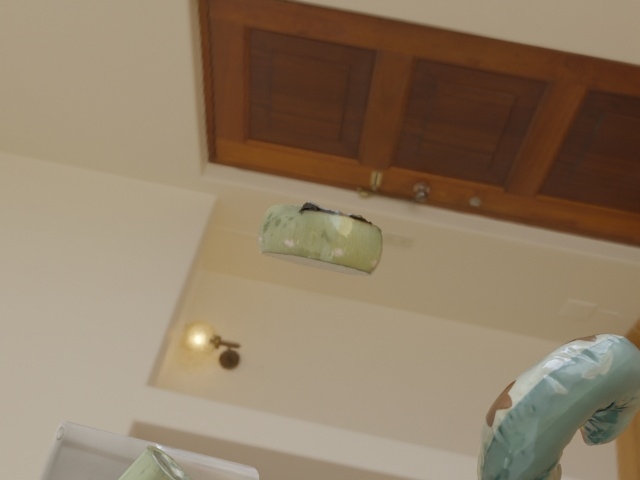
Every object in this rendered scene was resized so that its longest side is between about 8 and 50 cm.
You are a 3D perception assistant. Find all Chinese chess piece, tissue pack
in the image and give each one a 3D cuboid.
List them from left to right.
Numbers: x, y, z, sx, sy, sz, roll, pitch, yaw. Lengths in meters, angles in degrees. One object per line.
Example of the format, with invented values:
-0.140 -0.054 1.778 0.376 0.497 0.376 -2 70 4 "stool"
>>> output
-0.214 0.306 0.808 0.246 0.136 0.159 -6 62 47 "tissue pack"
0.000 0.000 0.472 0.084 0.084 0.034 80 -159 -82 "Chinese chess piece"

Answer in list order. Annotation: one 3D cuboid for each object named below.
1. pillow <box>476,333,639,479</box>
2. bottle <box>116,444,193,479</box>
0.267 0.204 0.781 0.233 0.086 0.214 -36 -48 -15 "pillow"
-0.194 0.278 0.614 0.201 0.072 0.072 -47 -10 -11 "bottle"
